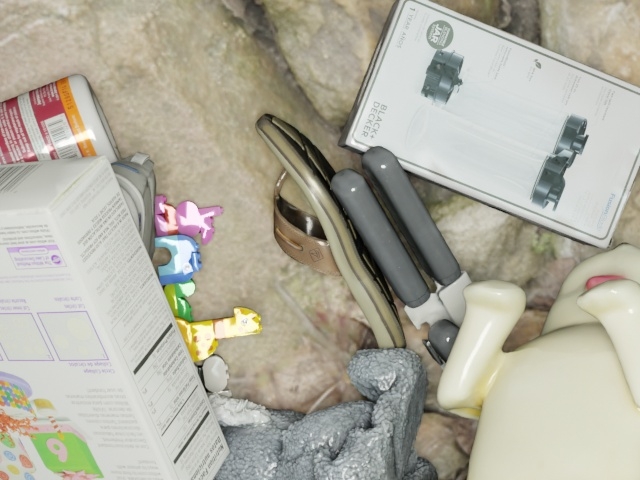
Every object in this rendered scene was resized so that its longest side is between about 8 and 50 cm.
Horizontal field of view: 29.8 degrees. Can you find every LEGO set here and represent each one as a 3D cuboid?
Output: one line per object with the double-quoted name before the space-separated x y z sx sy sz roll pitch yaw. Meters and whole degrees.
"LEGO set" -0.110 0.063 1.210 0.093 0.087 0.227 -8 94 -4

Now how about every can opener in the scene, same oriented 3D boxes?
"can opener" 0.112 0.038 1.192 0.076 0.095 0.283 -36 120 -7

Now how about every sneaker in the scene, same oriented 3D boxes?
"sneaker" -0.202 0.042 1.164 0.105 0.115 0.281 27 126 6

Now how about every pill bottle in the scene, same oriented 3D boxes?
"pill bottle" -0.311 -0.069 1.169 0.221 0.121 0.121 -22 94 -4

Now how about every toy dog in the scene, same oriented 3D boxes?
"toy dog" 0.277 0.185 1.096 0.395 0.284 0.408 46 52 -22

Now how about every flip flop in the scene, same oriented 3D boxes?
"flip flop" 0.000 0.000 1.218 0.080 0.112 0.277 -26 100 11

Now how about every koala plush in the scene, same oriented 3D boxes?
"koala plush" -0.019 0.221 1.184 0.221 0.203 0.196 4 118 22

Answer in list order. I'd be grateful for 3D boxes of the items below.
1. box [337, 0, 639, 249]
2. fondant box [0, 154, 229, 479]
"box" 0.182 -0.119 1.229 0.290 0.087 0.169 20 90 -5
"fondant box" -0.250 0.094 1.081 0.238 0.096 0.330 -2 121 27
